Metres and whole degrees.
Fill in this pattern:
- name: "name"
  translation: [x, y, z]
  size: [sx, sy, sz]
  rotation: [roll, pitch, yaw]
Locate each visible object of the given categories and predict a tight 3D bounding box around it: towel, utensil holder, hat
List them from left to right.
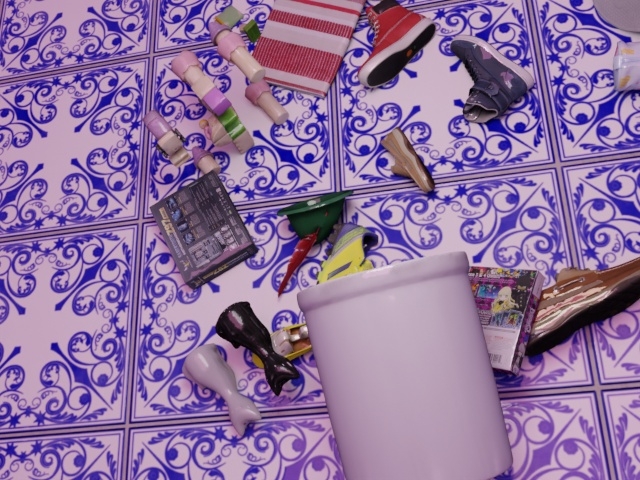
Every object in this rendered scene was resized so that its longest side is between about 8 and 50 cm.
- name: "towel"
  translation: [-0.032, -0.534, 2.015]
  size: [0.237, 0.037, 0.329]
  rotation: [17, 77, 19]
- name: "hat"
  translation: [0.000, 0.000, 1.775]
  size: [0.208, 0.173, 0.184]
  rotation: [-13, 98, 22]
- name: "utensil holder"
  translation: [0.153, 0.245, 1.432]
  size: [0.327, 0.327, 0.386]
  rotation: [-14, 83, 8]

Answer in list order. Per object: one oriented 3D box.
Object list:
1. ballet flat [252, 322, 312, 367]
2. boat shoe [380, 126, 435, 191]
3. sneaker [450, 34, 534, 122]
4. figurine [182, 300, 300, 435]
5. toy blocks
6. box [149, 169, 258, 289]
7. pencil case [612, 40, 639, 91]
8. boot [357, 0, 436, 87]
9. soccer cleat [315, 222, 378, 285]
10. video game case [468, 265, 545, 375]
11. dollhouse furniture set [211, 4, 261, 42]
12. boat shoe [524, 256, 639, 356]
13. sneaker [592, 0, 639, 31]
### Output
- name: "ballet flat"
  translation: [-0.048, 0.208, 1.682]
  size: [0.230, 0.077, 0.077]
  rotation: [-20, 65, 6]
- name: "boat shoe"
  translation: [0.196, -0.173, 1.799]
  size: [0.072, 0.068, 0.190]
  rotation: [-34, 53, 12]
- name: "sneaker"
  translation: [0.357, -0.374, 1.825]
  size: [0.226, 0.086, 0.163]
  rotation: [40, 79, 24]
- name: "figurine"
  translation: [-0.166, 0.275, 1.653]
  size: [0.209, 0.092, 0.215]
  rotation: [47, 110, 22]
- name: "toy blocks"
  translation: [-0.287, -0.346, 1.867]
  size: [0.309, 0.288, 0.260]
  rotation: [-40, 70, -2]
- name: "box"
  translation: [-0.277, -0.027, 1.851]
  size: [0.183, 0.059, 0.233]
  rotation: [-31, 64, 0]
- name: "pencil case"
  translation: [0.778, -0.382, 1.703]
  size: [0.273, 0.124, 0.114]
  rotation: [2, 108, 17]
- name: "boot"
  translation: [0.141, -0.493, 1.934]
  size: [0.176, 0.088, 0.244]
  rotation: [39, 73, 25]
- name: "soccer cleat"
  translation: [0.056, 0.076, 1.668]
  size: [0.121, 0.093, 0.289]
  rotation: [13, 50, 6]
- name: "video game case"
  translation: [0.317, 0.153, 1.581]
  size: [0.232, 0.042, 0.210]
  rotation: [2, 65, 44]
- name: "dollhouse furniture set"
  translation: [-0.227, -0.582, 2.077]
  size: [0.151, 0.058, 0.076]
  rotation: [40, 81, 25]
- name: "boat shoe"
  translation: [0.512, 0.106, 1.563]
  size: [0.324, 0.122, 0.120]
  rotation: [-28, 57, 2]
- name: "sneaker"
  translation: [0.779, -0.544, 1.795]
  size: [0.146, 0.105, 0.295]
  rotation: [-29, 41, -29]
